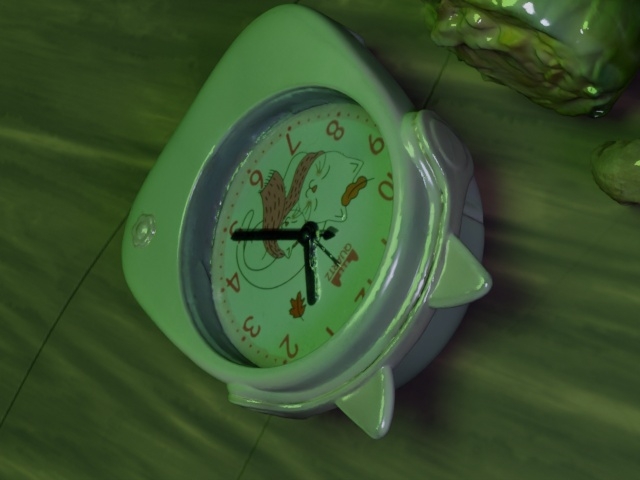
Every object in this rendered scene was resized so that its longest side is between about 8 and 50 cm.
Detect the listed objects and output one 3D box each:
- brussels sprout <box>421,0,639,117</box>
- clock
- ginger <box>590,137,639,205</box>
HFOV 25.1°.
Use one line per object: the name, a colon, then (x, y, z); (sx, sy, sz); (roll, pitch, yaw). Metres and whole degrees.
brussels sprout: (0.150, -0.164, 0.953); (0.151, 0.149, 0.122); (26, 76, 7)
clock: (0.000, 0.000, 1.058); (0.265, 0.108, 0.324); (-55, 47, 13)
ginger: (0.267, -0.007, 0.839); (0.288, 0.075, 0.089); (22, 96, 42)
